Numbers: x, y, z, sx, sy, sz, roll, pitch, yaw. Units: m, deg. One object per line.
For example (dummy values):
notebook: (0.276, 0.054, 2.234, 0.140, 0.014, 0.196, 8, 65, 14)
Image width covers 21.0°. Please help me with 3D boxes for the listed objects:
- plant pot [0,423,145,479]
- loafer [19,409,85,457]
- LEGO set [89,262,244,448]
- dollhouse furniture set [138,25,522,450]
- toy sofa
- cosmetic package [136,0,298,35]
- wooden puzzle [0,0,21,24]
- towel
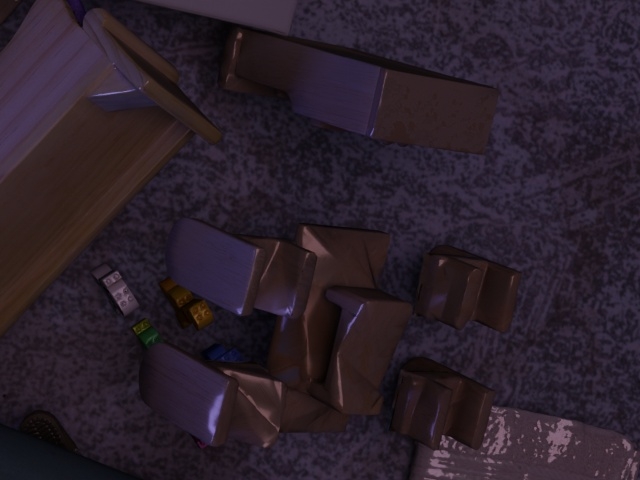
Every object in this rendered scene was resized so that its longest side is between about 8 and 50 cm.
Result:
plant pot: (-0.233, 0.358, 1.674, 0.334, 0.341, 0.341, 29, 81, -10)
loafer: (-0.270, 0.237, 1.808, 0.056, 0.050, 0.148, -16, 112, 2)
LEGO set: (-0.143, 0.107, 1.826, 0.087, 0.093, 0.227, -34, 99, -15)
dollhouse furniture set: (0.000, 0.000, 1.798, 0.362, 0.256, 0.394, 5, 102, -39)
toy sofa: (-0.292, -0.058, 1.706, 0.362, 0.177, 0.150, -46, 147, 5)
cosmetic package: (-0.197, -0.356, 1.736, 0.385, 0.156, 0.217, 11, 103, -26)
wooden puzzle: (-0.449, -0.250, 1.758, 0.221, 0.044, 0.239, 41, 78, -13)
towel: (0.229, 0.288, 1.966, 0.282, 0.049, 0.187, 12, 85, -17)
